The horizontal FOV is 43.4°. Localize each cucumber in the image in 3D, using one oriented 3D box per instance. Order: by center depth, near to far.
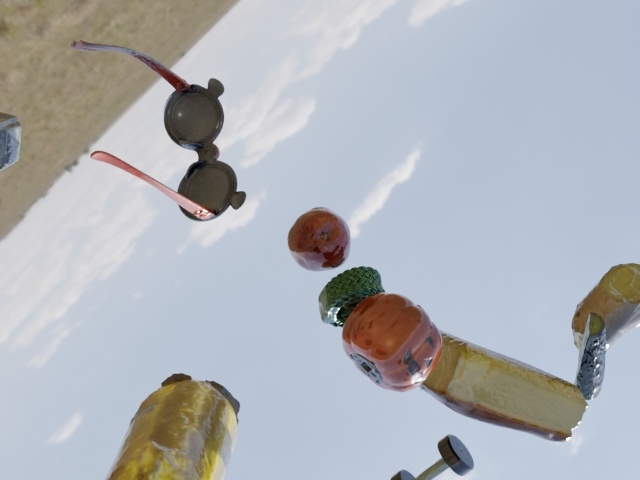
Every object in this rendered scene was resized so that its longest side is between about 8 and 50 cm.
[{"bbox_3d":[0.605,0.259,1.777,0.062,0.211,0.078,9,-139,14],"label":"cucumber"}]

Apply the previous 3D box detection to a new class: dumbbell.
[{"bbox_3d":[0.265,0.555,1.922,0.191,0.100,0.100,-42,-163,18],"label":"dumbbell"}]

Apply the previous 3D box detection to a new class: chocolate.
[{"bbox_3d":[-0.198,0.307,1.037,0.162,0.162,0.445,-43,-174,5],"label":"chocolate"}]

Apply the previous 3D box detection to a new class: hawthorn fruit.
[{"bbox_3d":[0.000,0.000,1.608,0.133,0.133,0.138,-46,173,-6],"label":"hawthorn fruit"}]

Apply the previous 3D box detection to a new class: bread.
[{"bbox_3d":[0.367,0.313,1.782,0.323,0.333,0.143,-162,-86,-80],"label":"bread"}]

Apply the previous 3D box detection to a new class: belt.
[{"bbox_3d":[0.059,0.109,1.628,0.151,0.121,0.079,-44,-134,31],"label":"belt"}]

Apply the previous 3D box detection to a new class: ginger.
[{"bbox_3d":[0.705,0.178,1.941,0.275,0.221,0.130,-13,-142,-30],"label":"ginger"}]

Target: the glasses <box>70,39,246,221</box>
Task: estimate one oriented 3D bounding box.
[{"bbox_3d":[-0.218,-0.162,1.143,0.118,0.234,0.268,-16,162,15],"label":"glasses"}]

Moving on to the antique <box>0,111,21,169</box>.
[{"bbox_3d":[-0.590,-0.172,1.321,0.086,0.183,0.088,-79,-179,-70],"label":"antique"}]

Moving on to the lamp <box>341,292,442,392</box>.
[{"bbox_3d":[0.137,0.181,1.493,0.164,0.188,0.187,-47,-163,-21],"label":"lamp"}]
